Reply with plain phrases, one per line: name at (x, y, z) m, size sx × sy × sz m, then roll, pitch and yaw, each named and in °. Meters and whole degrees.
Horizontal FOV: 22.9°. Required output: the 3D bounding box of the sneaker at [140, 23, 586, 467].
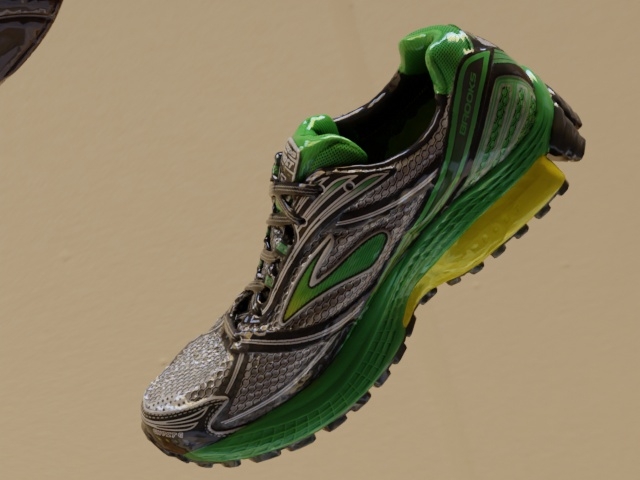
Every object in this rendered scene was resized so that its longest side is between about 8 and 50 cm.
sneaker at (0.000, 0.000, 1.017) m, size 0.343 × 0.134 × 0.146 m, roll -48°, pitch -59°, yaw 5°

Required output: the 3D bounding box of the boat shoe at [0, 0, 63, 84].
boat shoe at (-0.295, -0.165, 1.283) m, size 0.095 × 0.095 × 0.257 m, roll 20°, pitch -74°, yaw -50°
